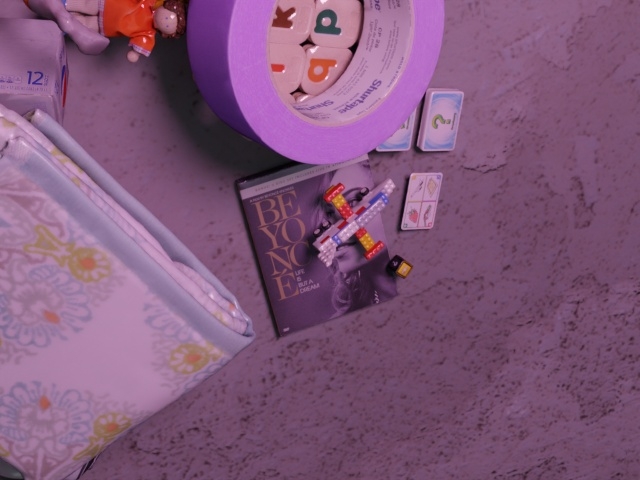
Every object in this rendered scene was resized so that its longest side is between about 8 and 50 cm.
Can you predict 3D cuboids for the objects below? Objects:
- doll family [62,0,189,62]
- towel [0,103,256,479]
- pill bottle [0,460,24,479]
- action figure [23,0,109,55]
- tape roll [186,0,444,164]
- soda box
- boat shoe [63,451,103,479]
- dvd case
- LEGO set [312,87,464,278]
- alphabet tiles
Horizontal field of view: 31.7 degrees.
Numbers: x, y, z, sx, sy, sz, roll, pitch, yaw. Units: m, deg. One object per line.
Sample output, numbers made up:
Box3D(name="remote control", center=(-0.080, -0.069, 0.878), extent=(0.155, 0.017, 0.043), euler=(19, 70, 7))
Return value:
Box3D(name="doll family", center=(-0.187, -0.322, 1.167), extent=(0.163, 0.118, 0.263), euler=(1, 109, 2))
Box3D(name="towel", center=(-0.302, 0.070, 1.185), extent=(0.320, 0.090, 0.374), euler=(-34, 118, 17))
Box3D(name="pill bottle", center=(-0.375, 0.294, 1.387), extent=(0.078, 0.078, 0.137), euler=(5, 111, -19))
Box3D(name="action figure", center=(-0.308, -0.311, 1.017), extent=(0.341, 0.178, 0.330), euler=(-24, 83, 14))
Box3D(name="tape roll", center=(-0.001, -0.223, 1.188), extent=(0.275, 0.090, 0.274), euler=(-15, 117, -32))
Box3D(name="soda box", center=(-0.402, -0.164, 1.125), extent=(0.286, 0.098, 0.091), euler=(2, 152, -6))
Box3D(name="boat shoe", center=(-0.228, 0.170, 1.368), extent=(0.102, 0.108, 0.301), euler=(24, 97, -23))
Box3D(name="dvd case", center=(0.000, 0.000, 1.405), extent=(0.164, 0.018, 0.221), euler=(-18, 116, -8))
Box3D(name="LEGO set", center=(0.085, -0.062, 1.364), extent=(0.182, 0.060, 0.244), euler=(-3, 113, -29))
Box3D(name="alphabet tiles", center=(-0.013, -0.247, 1.253), extent=(0.278, 0.021, 0.284), euler=(-4, 116, -37))
